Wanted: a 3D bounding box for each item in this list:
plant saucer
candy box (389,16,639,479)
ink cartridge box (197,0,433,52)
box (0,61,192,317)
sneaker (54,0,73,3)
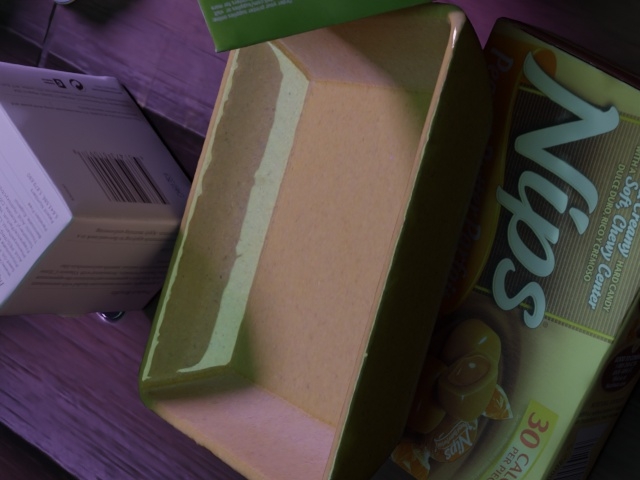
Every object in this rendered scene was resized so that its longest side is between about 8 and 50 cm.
[{"bbox_3d":[0.000,0.000,1.053,0.332,0.081,0.333,19,93,62],"label":"plant saucer"},{"bbox_3d":[0.146,0.027,1.027,0.183,0.087,0.316,33,107,30],"label":"candy box"},{"bbox_3d":[0.046,-0.229,1.024,0.188,0.255,0.097,-9,109,29],"label":"ink cartridge box"},{"bbox_3d":[-0.215,-0.042,1.210,0.119,0.181,0.182,-47,65,24],"label":"box"},{"bbox_3d":[-0.206,-0.262,1.280,0.144,0.059,0.053,-43,65,24],"label":"sneaker"}]
